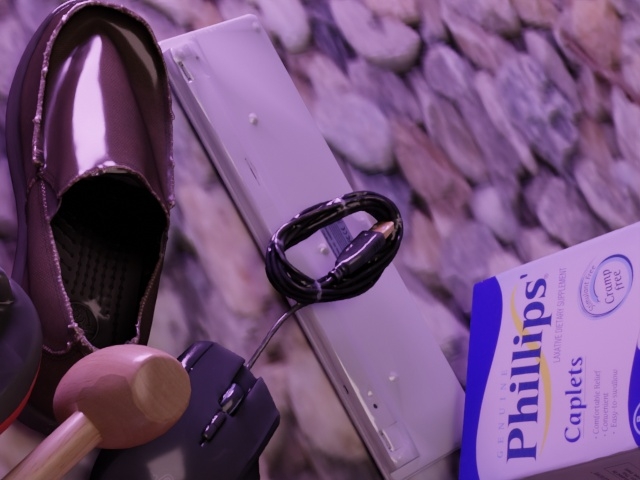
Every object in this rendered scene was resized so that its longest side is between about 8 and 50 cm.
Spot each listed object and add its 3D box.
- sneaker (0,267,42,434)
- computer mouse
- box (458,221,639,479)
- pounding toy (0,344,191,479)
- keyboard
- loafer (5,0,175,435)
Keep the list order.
[{"bbox_3d":[-0.237,0.028,0.636,0.276,0.135,0.098,24,50,6],"label":"sneaker"},{"bbox_3d":[-0.025,0.054,0.791,0.071,0.041,0.242,42,55,-7],"label":"computer mouse"},{"bbox_3d":[0.144,0.071,0.841,0.072,0.137,0.126,30,53,-33],"label":"box"},{"bbox_3d":[-0.125,0.169,0.623,0.154,0.154,0.270,19,77,-26],"label":"pounding toy"},{"bbox_3d":[0.000,0.000,0.868,0.072,0.014,0.256,-23,82,-45],"label":"keyboard"},{"bbox_3d":[-0.095,-0.021,0.768,0.080,0.078,0.220,13,61,-29],"label":"loafer"}]
